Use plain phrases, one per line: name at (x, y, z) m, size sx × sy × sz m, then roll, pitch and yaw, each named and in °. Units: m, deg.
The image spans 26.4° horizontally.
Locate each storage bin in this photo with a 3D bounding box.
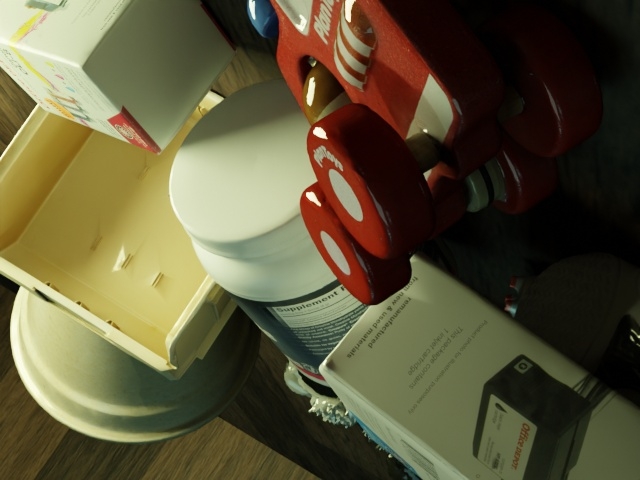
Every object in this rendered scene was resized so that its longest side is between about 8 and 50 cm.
storage bin at (-0.186, -0.035, 1.403) m, size 0.262 × 0.260 × 0.123 m, roll 30°, pitch 168°, yaw 14°

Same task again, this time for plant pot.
plant pot at (-0.232, 0.044, 1.700) m, size 0.334 × 0.334 × 0.305 m, roll 31°, pitch 153°, yaw 11°

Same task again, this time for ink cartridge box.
ink cartridge box at (-0.196, -0.180, 1.221) m, size 0.176 × 0.127 × 0.128 m, roll 22°, pitch 161°, yaw 40°
ink cartridge box at (0.171, 0.173, 1.076) m, size 0.307 × 0.129 × 0.223 m, roll 37°, pitch 169°, yaw 24°

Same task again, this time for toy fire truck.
toy fire truck at (0.038, -0.114, 0.943) m, size 0.254 × 0.169 × 0.302 m, roll 56°, pitch 168°, yaw 12°

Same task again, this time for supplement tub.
supplement tub at (0.000, 0.000, 1.242) m, size 0.191 × 0.191 × 0.272 m, roll 22°, pitch 161°, yaw 37°

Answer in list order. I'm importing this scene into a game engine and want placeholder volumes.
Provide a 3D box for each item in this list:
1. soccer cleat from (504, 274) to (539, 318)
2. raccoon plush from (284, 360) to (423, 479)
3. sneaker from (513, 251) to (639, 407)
soccer cleat at (0.207, 0.098, 1.320) m, size 0.076 × 0.068 × 0.196 m, roll 14°, pitch 151°, yaw 7°
raccoon plush at (0.148, 0.209, 1.590) m, size 0.446 × 0.216 × 0.299 m, roll 44°, pitch 170°, yaw -32°
sneaker at (0.331, 0.131, 1.083) m, size 0.210 × 0.137 × 0.366 m, roll 43°, pitch 167°, yaw -33°
